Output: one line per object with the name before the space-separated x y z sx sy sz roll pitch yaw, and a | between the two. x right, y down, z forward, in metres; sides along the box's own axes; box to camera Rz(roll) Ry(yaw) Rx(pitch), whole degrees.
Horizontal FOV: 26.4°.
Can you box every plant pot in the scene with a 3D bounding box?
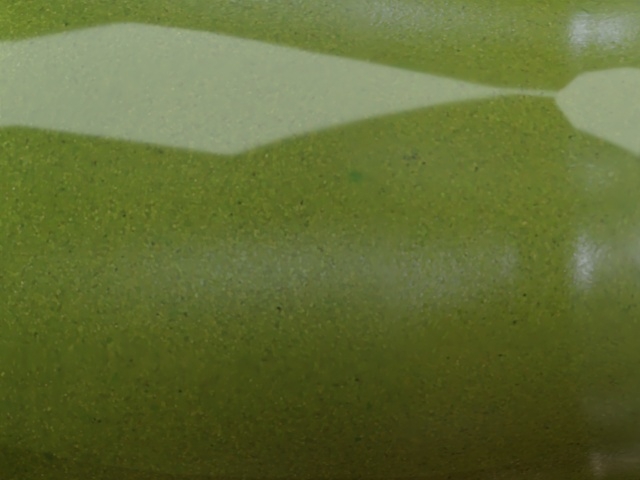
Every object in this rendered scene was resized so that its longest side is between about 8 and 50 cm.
plant pot | 0.000 0.000 0.641 0.353 0.366 0.366 -2 40 16
